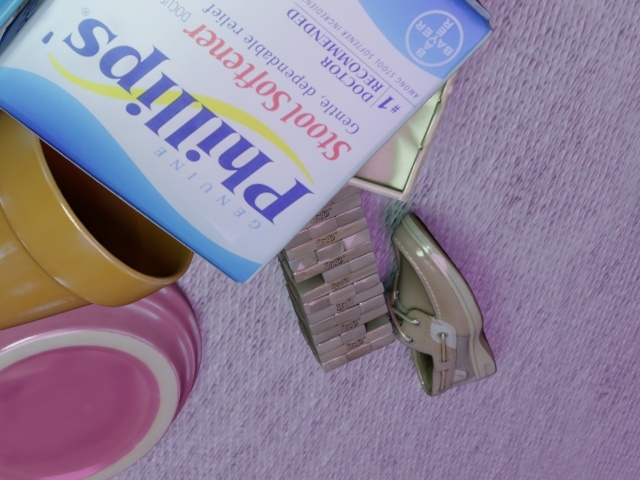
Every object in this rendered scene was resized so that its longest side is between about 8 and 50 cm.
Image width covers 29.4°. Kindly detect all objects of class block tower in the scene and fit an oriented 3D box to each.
[{"bbox_3d":[0.000,0.000,1.268,0.097,0.091,0.335,-24,136,-6],"label":"block tower"}]

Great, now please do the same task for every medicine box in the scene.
[{"bbox_3d":[-0.065,-0.162,0.947,0.263,0.149,0.289,38,107,-20],"label":"medicine box"}]

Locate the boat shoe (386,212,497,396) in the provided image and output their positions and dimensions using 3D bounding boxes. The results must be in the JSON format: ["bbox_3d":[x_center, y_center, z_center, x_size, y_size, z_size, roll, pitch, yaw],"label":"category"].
[{"bbox_3d":[0.124,0.086,1.401,0.098,0.109,0.302,-29,141,-2],"label":"boat shoe"}]

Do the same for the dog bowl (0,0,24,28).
[{"bbox_3d":[-0.270,-0.248,0.919,0.297,0.074,0.166,-44,134,15],"label":"dog bowl"}]

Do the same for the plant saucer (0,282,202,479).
[{"bbox_3d":[-0.278,0.158,1.273,0.332,0.084,0.332,-14,134,-15],"label":"plant saucer"}]

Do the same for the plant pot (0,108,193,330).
[{"bbox_3d":[-0.247,-0.014,1.069,0.188,0.205,0.205,-29,138,21],"label":"plant pot"}]

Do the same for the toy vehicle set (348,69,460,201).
[{"bbox_3d":[-0.017,-0.151,1.074,0.267,0.035,0.166,17,106,-15],"label":"toy vehicle set"}]
